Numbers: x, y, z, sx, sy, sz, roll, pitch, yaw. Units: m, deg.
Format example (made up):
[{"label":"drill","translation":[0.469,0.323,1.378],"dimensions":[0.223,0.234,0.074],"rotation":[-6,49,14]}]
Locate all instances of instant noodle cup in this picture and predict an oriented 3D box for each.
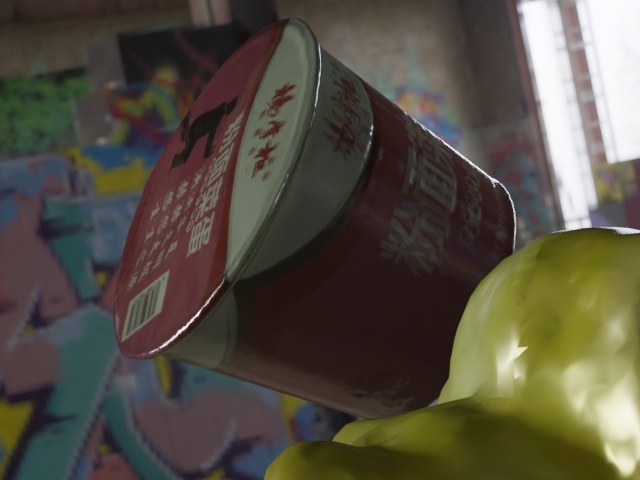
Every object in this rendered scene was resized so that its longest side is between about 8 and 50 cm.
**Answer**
[{"label":"instant noodle cup","translation":[0.000,0.000,1.081],"dimensions":[0.178,0.234,0.235],"rotation":[26,-17,-23]}]

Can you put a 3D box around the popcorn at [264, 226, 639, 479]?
[{"label":"popcorn","translation":[0.086,0.169,0.486],"dimensions":[0.312,0.312,0.312],"rotation":[-11,0,0]}]
